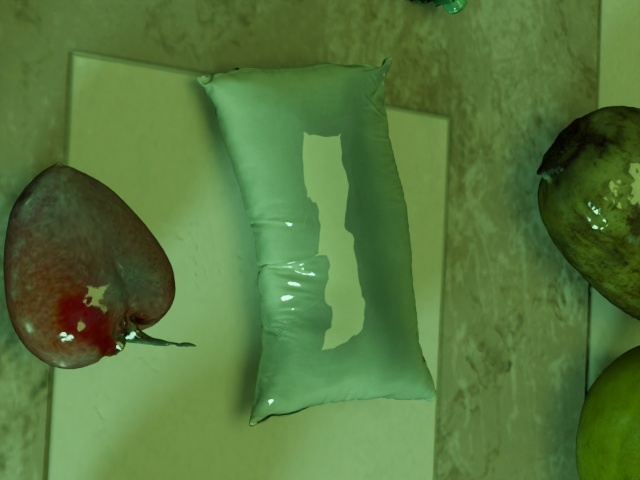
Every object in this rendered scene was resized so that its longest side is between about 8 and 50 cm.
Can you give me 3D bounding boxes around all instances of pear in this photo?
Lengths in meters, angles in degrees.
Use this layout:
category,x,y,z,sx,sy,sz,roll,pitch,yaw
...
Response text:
category,x,y,z,sx,sy,sz,roll,pitch,yaw
pear,0.280,0.161,1.282,0.149,0.149,0.162,23,85,-35

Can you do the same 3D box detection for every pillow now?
category,x,y,z,sx,sy,sz,roll,pitch,yaw
pillow,-0.001,0.001,1.115,0.144,0.078,0.254,-10,94,-28

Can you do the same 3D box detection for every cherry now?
category,x,y,z,sx,sy,sz,roll,pitch,yaw
cherry,-0.144,0.021,0.996,0.106,0.087,0.126,-3,72,-31

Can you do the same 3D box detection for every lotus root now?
category,x,y,z,sx,sy,sz,roll,pitch,yaw
lotus root,0.280,-0.007,1.301,0.260,0.128,0.145,38,80,-25

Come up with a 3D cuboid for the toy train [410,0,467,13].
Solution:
category,x,y,z,sx,sy,sz,roll,pitch,yaw
toy train,0.085,-0.233,1.208,0.081,0.050,0.122,-45,114,-35
